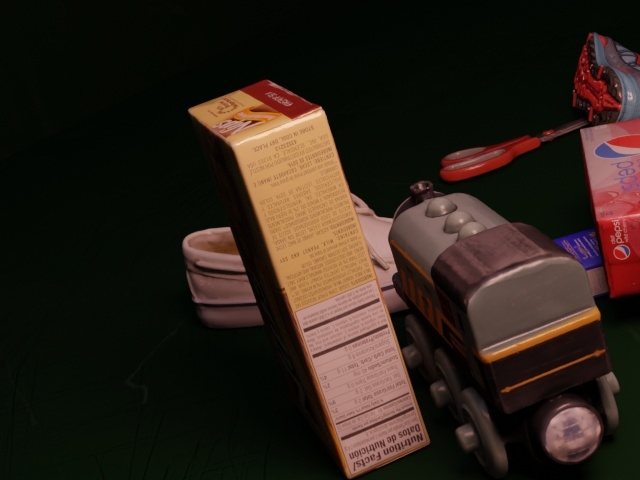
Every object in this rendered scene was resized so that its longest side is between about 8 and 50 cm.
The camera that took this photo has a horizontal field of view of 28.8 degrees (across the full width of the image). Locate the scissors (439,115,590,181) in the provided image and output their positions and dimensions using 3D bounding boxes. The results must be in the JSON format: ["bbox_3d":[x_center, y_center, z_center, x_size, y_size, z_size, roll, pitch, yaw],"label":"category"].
[{"bbox_3d":[0.303,-0.136,1.718,0.297,0.021,0.109,-16,14,-1],"label":"scissors"}]

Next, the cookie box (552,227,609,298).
[{"bbox_3d":[0.289,0.020,1.275,0.107,0.040,0.092,-15,21,3],"label":"cookie box"}]

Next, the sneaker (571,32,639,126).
[{"bbox_3d":[0.423,-0.205,1.710,0.125,0.104,0.262,10,28,-5],"label":"sneaker"}]

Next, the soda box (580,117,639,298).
[{"bbox_3d":[0.313,-0.041,1.234,0.092,0.083,0.263,-10,21,12],"label":"soda box"}]

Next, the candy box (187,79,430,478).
[{"bbox_3d":[-0.012,0.029,1.097,0.088,0.316,0.183,-23,20,-10],"label":"candy box"}]

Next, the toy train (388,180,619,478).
[{"bbox_3d":[0.144,0.062,1.064,0.142,0.190,0.334,-19,20,-5],"label":"toy train"}]

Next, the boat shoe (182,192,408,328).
[{"bbox_3d":[0.002,-0.004,1.410,0.367,0.156,0.136,-7,22,29],"label":"boat shoe"}]
